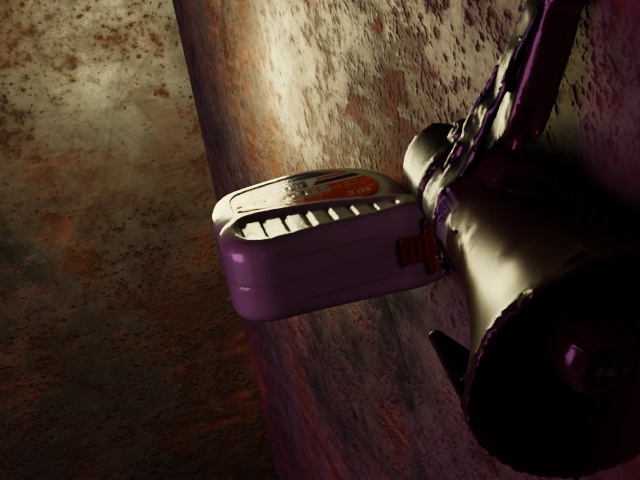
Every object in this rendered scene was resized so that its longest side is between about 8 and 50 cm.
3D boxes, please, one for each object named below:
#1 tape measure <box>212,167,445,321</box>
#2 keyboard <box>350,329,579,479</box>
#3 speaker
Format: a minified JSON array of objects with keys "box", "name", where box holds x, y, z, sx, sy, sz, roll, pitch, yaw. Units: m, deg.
[{"box":[0.000,0.000,1.032,0.265,0.258,0.130,-123,20,-66],"name":"tape measure"},{"box":[0.140,0.137,0.678,0.381,0.041,0.104,25,-148,-49],"name":"keyboard"},{"box":[0.145,-0.029,0.623,0.330,0.198,0.259,-111,0,-49],"name":"speaker"}]
